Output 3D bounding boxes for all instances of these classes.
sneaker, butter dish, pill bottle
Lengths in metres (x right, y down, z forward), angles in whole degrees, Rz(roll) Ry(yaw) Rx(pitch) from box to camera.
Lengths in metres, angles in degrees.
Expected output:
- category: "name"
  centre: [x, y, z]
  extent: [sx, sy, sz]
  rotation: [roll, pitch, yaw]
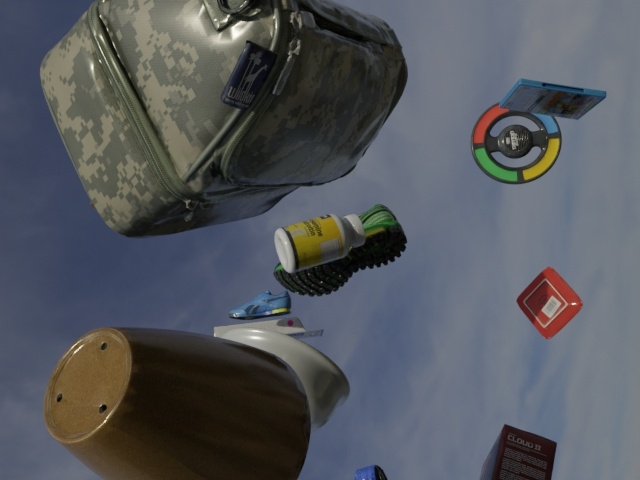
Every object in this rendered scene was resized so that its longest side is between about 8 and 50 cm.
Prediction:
- category: "sneaker"
  centre: [0.042, 0.026, 1.435]
  extent: [0.146, 0.344, 0.134]
  rotation: [-101, -16, -48]
- category: "butter dish"
  centre: [0.679, 0.181, 1.668]
  extent: [0.118, 0.159, 0.160]
  rotation: [8, -52, -35]
- category: "pill bottle"
  centre: [0.000, 0.000, 1.269]
  extent: [0.184, 0.103, 0.103]
  rotation: [-17, -68, -18]
- category: "sneaker"
  centre: [-0.193, 0.206, 1.850]
  extent: [0.069, 0.210, 0.082]
  rotation: [43, -141, -70]

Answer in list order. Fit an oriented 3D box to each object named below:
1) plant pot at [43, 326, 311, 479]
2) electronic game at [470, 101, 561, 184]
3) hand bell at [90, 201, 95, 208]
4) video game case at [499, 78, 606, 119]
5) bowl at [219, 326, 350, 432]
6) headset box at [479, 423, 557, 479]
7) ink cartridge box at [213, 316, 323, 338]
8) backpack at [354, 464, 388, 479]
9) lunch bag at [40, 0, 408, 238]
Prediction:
- category: "plant pot"
  centre: [-0.175, 0.202, 0.671]
  extent: [0.254, 0.237, 0.237]
  rotation: [44, -122, -50]
- category: "electronic game"
  centre: [0.513, -0.261, 1.525]
  extent: [0.048, 0.230, 0.229]
  rotation: [20, -104, -79]
- category: "hand bell"
  centre: [-0.502, -0.149, 1.496]
  extent: [0.242, 0.126, 0.126]
  rotation: [-50, -46, -46]
- category: "video game case"
  centre: [0.456, -0.278, 1.149]
  extent: [0.119, 0.167, 0.015]
  rotation: [99, 180, -80]
- category: "bowl"
  centre: [-0.099, 0.316, 1.176]
  extent: [0.297, 0.298, 0.134]
  rotation: [63, -141, -39]
- category: "headset box"
  centre: [0.371, 0.528, 1.151]
  extent: [0.218, 0.110, 0.293]
  rotation: [90, -157, -48]
- category: "ink cartridge box"
  centre: [-0.178, 0.323, 2.042]
  extent: [0.175, 0.371, 0.069]
  rotation: [98, 168, -74]
- category: "backpack"
  centre: [0.126, 0.639, 1.475]
  extent: [0.098, 0.101, 0.120]
  rotation: [58, -162, -55]
- category: "lunch bag"
  centre: [-0.070, -0.149, 0.572]
  extent: [0.305, 0.256, 0.212]
  rotation: [-16, -101, -61]
